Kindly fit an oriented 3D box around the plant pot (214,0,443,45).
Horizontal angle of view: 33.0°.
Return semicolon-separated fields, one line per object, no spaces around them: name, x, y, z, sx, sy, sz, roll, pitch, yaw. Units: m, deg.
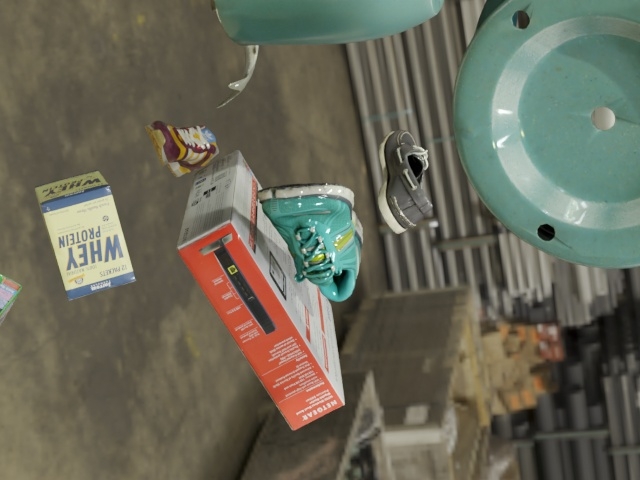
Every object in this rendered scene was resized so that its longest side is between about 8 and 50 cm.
plant pot;0.031;-0.360;1.247;0.293;0.235;0.292;9;90;-77

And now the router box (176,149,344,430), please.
router box;-0.080;0.058;1.530;0.301;0.082;0.335;60;8;-18

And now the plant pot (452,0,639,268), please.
plant pot;0.217;-0.106;0.724;0.255;0.272;0.271;-38;121;-54

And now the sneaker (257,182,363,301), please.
sneaker;0.000;0.000;1.352;0.275;0.107;0.109;47;41;-63

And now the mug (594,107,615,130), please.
mug;0.537;-0.138;1.528;0.374;0.276;0.327;20;78;-26

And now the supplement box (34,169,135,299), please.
supplement box;-0.194;-0.006;0.886;0.083;0.056;0.083;-144;-141;-68

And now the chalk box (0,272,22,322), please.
chalk box;-0.630;0.117;1.914;0.132;0.213;0.132;34;23;-8

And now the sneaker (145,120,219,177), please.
sneaker;-0.202;-0.148;1.608;0.185;0.084;0.069;63;3;-84

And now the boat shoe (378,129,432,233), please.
boat shoe;0.119;-0.087;1.400;0.075;0.065;0.206;49;27;-25

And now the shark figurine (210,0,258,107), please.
shark figurine;-0.164;-0.392;1.925;0.166;0.116;0.278;-31;110;-34
